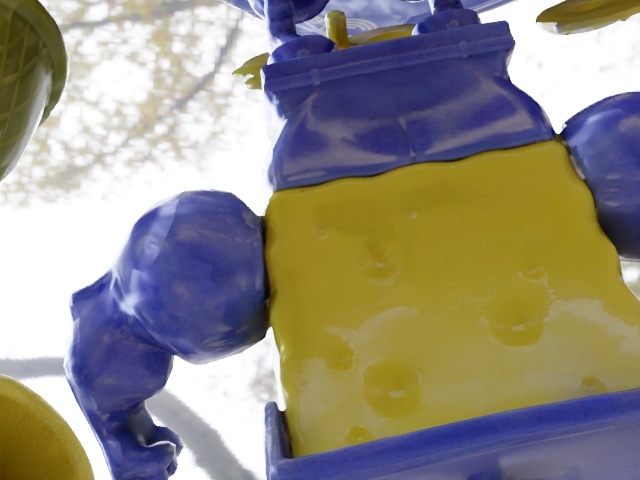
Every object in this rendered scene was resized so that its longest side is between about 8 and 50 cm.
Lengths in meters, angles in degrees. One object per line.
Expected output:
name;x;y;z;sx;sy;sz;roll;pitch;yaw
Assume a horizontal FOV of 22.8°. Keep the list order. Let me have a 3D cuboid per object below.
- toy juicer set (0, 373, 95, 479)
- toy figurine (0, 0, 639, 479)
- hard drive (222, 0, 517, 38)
toy juicer set;-0.171;0.106;0.397;0.209;0.089;0.329;41;-153;-19
toy figurine;0.000;0.000;0.386;0.362;0.191;0.217;-11;-112;-6
hard drive;0.076;-0.152;0.541;0.210;0.319;0.040;18;-117;-49
